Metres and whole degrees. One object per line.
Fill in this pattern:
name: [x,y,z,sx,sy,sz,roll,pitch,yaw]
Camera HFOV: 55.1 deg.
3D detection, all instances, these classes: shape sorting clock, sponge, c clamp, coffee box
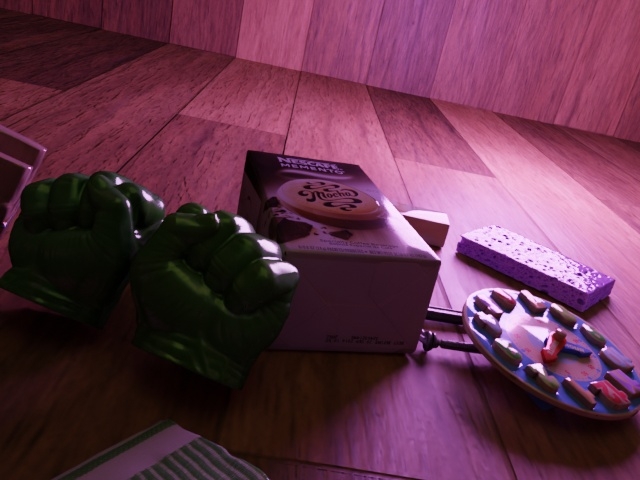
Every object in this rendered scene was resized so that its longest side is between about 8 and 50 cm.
shape sorting clock: [0.253,0.114,0.669,0.206,0.040,0.206,17,30,-10]
sponge: [0.326,0.035,0.934,0.210,0.031,0.117,29,28,35]
c clamp: [0.169,0.110,0.694,0.160,0.022,0.137,12,23,-4]
coffee box: [0.000,0.000,0.736,0.168,0.119,0.297,4,25,-17]

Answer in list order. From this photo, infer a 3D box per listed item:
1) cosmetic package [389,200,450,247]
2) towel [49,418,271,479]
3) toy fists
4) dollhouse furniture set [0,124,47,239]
cosmetic package: [0.142,-0.029,0.973,0.115,0.041,0.060,12,23,-2]
towel: [-0.060,0.195,0.277,0.324,0.038,0.248,12,18,35]
toy fists: [-0.158,0.019,0.551,0.279,0.142,0.096,19,-14,16]
dollhouse furniture set: [-0.480,0.000,0.461,0.394,0.256,0.362,27,18,-21]
